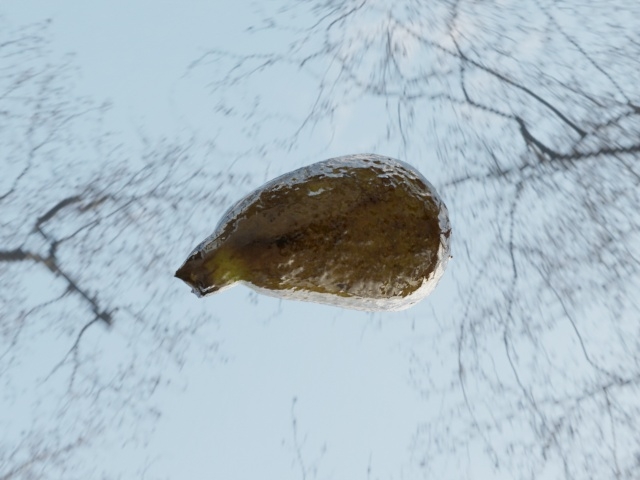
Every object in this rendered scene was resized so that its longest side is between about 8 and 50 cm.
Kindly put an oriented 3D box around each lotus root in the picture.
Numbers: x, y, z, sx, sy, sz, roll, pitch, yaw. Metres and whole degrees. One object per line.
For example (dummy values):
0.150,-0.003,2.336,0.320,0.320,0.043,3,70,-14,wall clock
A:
0.000,0.000,1.141,0.094,0.191,0.108,-55,-129,44,lotus root
